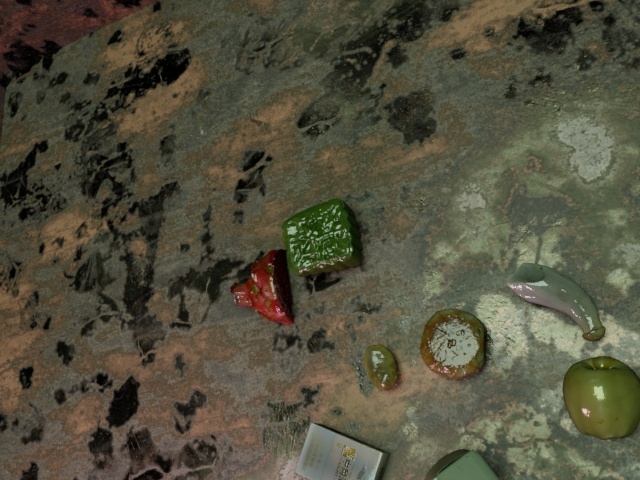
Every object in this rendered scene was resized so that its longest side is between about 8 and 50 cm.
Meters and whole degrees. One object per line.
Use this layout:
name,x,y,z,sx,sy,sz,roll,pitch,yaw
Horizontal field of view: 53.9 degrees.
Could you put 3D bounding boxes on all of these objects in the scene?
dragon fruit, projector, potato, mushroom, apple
dragon fruit,-0.203,0.160,2.081,0.212,0.134,0.262,-22,64,23
projector,0.379,0.652,1.573,0.163,0.177,0.242,-32,60,-14
potato,0.180,0.373,1.848,0.092,0.070,0.138,-27,61,18
mushroom,0.640,0.153,1.674,0.270,0.103,0.118,34,90,26
apple,0.683,0.379,1.526,0.200,0.200,0.200,-9,69,24

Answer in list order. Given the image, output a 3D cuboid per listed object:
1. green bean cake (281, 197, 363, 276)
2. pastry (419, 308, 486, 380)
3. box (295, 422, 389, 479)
green bean cake,0.000,0.000,2.035,0.248,0.125,0.222,-20,65,20
pastry,0.375,0.290,1.764,0.182,0.093,0.192,10,77,27
box,0.062,0.641,1.818,0.243,0.067,0.155,13,81,30
